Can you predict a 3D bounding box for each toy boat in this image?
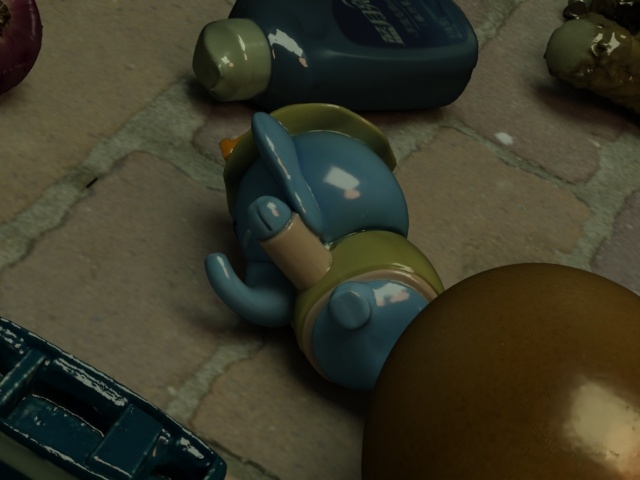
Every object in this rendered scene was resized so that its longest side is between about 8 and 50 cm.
[{"bbox_3d":[-0.206,0.107,1.294,0.299,0.062,0.096,30,34,4],"label":"toy boat"}]

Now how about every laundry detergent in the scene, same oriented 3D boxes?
[{"bbox_3d":[0.003,-0.176,1.792,0.290,0.094,0.143,-8,50,-41],"label":"laundry detergent"}]

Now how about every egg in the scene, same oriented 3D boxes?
[{"bbox_3d":[0.150,0.146,1.310,0.250,0.250,0.322,14,31,-18],"label":"egg"}]

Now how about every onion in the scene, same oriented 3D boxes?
[{"bbox_3d":[-0.282,-0.169,1.599,0.115,0.115,0.104,-1,-2,-35],"label":"onion"}]

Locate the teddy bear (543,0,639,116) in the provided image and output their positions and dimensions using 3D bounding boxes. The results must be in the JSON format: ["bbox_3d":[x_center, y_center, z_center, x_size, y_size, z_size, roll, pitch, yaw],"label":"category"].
[{"bbox_3d":[0.357,-0.218,2.037,0.267,0.156,0.256,-6,41,5],"label":"teddy bear"}]

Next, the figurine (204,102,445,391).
[{"bbox_3d":[0.004,-0.001,1.506,0.180,0.154,0.262,23,28,-26],"label":"figurine"}]
